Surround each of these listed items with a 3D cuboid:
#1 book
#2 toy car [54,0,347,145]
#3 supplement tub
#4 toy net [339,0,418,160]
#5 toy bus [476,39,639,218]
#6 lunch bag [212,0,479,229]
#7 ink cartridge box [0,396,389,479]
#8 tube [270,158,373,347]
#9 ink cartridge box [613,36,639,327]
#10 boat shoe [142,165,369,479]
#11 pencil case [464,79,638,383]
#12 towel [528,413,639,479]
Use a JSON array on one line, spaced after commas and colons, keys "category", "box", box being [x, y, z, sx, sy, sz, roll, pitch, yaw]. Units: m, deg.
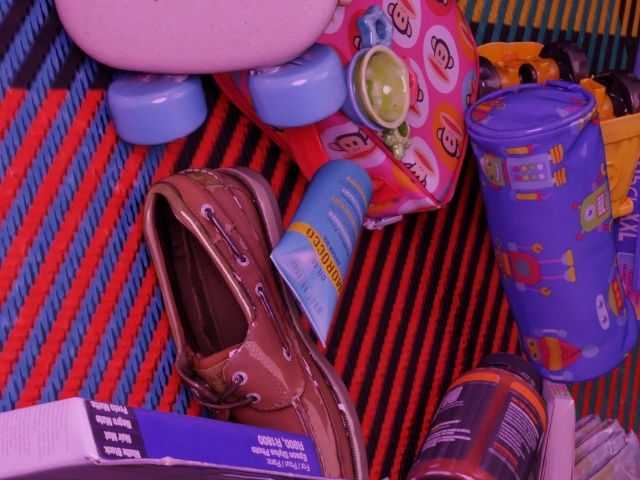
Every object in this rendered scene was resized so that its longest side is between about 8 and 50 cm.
[{"category": "book", "box": [0.231, 0.178, 1.478, 0.144, 0.035, 0.096, -95, -171, -75]}, {"category": "toy car", "box": [-0.077, -0.228, 1.106, 0.238, 0.210, 0.219, -77, 157, -57]}, {"category": "supplement tub", "box": [0.154, 0.192, 1.379, 0.106, 0.106, 0.198, 61, 36, -23]}, {"category": "toy net", "box": [0.059, -0.191, 1.216, 0.122, 0.045, 0.232, 23, 65, -47]}, {"category": "toy bus", "box": [0.237, -0.091, 1.554, 0.149, 0.220, 0.211, -15, 124, -25]}, {"category": "lunch bag", "box": [0.027, -0.152, 1.292, 0.293, 0.120, 0.258, 44, 46, -41]}, {"category": "ink cartridge box", "box": [-0.108, 0.135, 0.901, 0.223, 0.224, 0.045, 19, 64, -53]}, {"category": "tube", "box": [0.000, 0.000, 1.115, 0.080, 0.052, 0.207, 55, 23, -16]}, {"category": "ink cartridge box", "box": [0.422, -0.069, 1.694, 0.395, 0.151, 0.270, -62, 154, -61]}, {"category": "boat shoe", "box": [-0.062, 0.095, 1.099, 0.104, 0.110, 0.307, -11, 77, -57]}, {"category": "pencil case", "box": [0.230, -0.010, 1.400, 0.133, 0.119, 0.306, -36, 125, -28]}, {"category": "towel", "box": [0.278, 0.403, 1.517, 0.320, 0.090, 0.375, -23, 98, -53]}]
